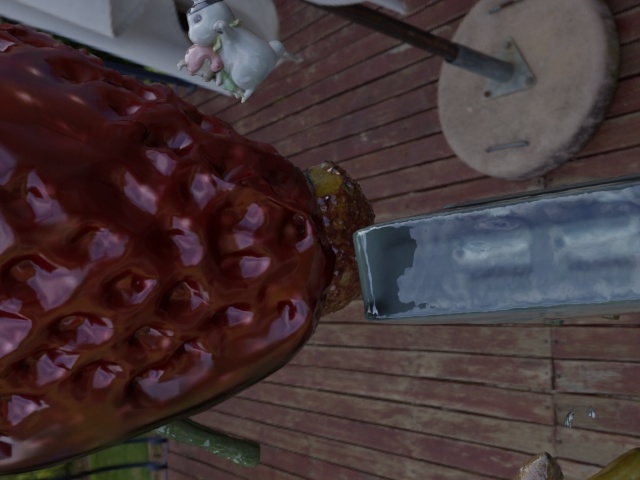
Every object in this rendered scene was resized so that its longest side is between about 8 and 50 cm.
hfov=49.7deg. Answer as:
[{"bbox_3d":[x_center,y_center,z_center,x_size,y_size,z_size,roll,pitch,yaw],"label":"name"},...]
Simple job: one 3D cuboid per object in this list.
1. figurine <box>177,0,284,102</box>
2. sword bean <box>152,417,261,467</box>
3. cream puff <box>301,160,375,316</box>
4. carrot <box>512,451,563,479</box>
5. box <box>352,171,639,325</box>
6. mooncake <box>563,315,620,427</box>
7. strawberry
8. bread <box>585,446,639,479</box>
[{"bbox_3d":[-0.125,-0.231,0.804,0.098,0.146,0.081,-56,16,-9],"label":"figurine"},{"bbox_3d":[-0.187,0.223,0.841,0.038,0.269,0.043,-60,21,5],"label":"sword bean"},{"bbox_3d":[0.000,0.000,1.047,0.240,0.164,0.239,179,90,-74],"label":"cream puff"},{"bbox_3d":[0.330,0.400,1.080,0.263,0.102,0.102,89,157,-44],"label":"carrot"},{"bbox_3d":[0.272,0.018,0.627,0.397,0.396,0.111,-8,80,26],"label":"box"},{"bbox_3d":[0.531,0.238,1.326,0.057,0.150,0.346,29,119,36],"label":"mooncake"},{"bbox_3d":[-0.168,0.003,0.498,0.295,0.345,0.317,-166,77,-78],"label":"strawberry"},{"bbox_3d":[0.258,0.318,0.644,0.099,0.235,0.210,42,162,46],"label":"bread"}]
